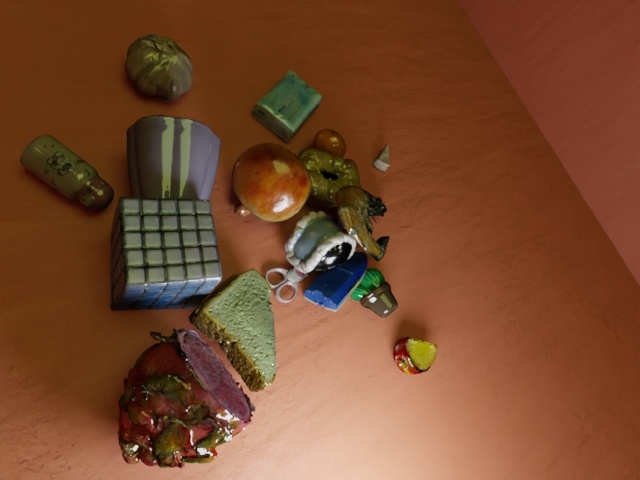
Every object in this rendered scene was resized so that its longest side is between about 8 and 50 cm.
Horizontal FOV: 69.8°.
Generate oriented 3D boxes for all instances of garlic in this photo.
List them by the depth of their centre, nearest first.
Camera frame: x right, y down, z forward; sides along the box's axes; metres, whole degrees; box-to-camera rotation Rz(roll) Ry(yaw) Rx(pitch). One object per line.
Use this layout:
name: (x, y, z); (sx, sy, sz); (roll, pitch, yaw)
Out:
garlic: (-0.524, -0.576, 1.506); (0.228, 0.152, 0.228); (18, 58, -31)

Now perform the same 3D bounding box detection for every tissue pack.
tissue pack: (-0.120, -0.520, 1.759); (0.177, 0.089, 0.263); (37, 52, -7)

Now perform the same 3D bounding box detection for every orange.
orange: (0.031, -0.359, 1.742); (0.117, 0.135, 0.135); (-31, 83, -14)

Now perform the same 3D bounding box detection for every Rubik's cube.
Rubik's cube: (-0.410, 0.040, 1.196); (0.237, 0.237, 0.238); (1, 66, -32)

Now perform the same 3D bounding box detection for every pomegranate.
pomegranate: (-0.169, -0.174, 1.470); (0.252, 0.229, 0.270); (41, 95, -8)

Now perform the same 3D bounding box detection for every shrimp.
shrimp: (0.175, -0.067, 1.580); (0.272, 0.085, 0.445); (65, 23, 4)

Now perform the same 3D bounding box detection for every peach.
peach: (0.314, 0.383, 1.549); (0.172, 0.092, 0.127); (-8, 75, -46)

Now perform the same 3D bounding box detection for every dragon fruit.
dragon fruit: (-0.349, 0.379, 1.069); (0.263, 0.296, 0.314); (-38, 92, -4)

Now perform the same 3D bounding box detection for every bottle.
bottle: (-0.668, -0.171, 1.233); (0.233, 0.110, 0.110); (39, 52, -8)

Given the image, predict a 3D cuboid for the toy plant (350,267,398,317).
toy plant: (0.173, 0.172, 1.573); (0.143, 0.105, 0.200); (-33, 64, -18)

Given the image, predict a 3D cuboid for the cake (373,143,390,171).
cake: (0.267, -0.350, 1.929); (0.065, 0.052, 0.121); (30, 53, -8)

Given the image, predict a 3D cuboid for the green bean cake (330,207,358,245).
green bean cake: (0.108, -0.049, 1.671); (0.135, 0.056, 0.136); (2, 64, -29)

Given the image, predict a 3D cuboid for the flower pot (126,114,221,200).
flower pot: (-0.426, -0.188, 1.307); (0.265, 0.265, 0.243); (9, 69, -27)

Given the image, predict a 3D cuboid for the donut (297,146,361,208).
donut: (0.016, -0.217, 1.657); (0.261, 0.128, 0.208); (14, 61, -25)

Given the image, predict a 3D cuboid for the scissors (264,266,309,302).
scissors: (-0.070, 0.107, 1.497); (0.242, 0.030, 0.118); (-31, 80, -39)

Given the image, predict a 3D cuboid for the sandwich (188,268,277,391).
sandwich: (-0.191, 0.236, 1.277); (0.288, 0.099, 0.254); (51, 35, -1)

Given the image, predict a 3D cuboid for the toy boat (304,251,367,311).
toy boat: (0.075, 0.121, 1.535); (0.129, 0.088, 0.295); (19, 42, 28)

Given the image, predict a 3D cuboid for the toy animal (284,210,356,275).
toy animal: (0.000, 0.000, 1.487); (0.208, 0.156, 0.204); (-14, 46, -37)
